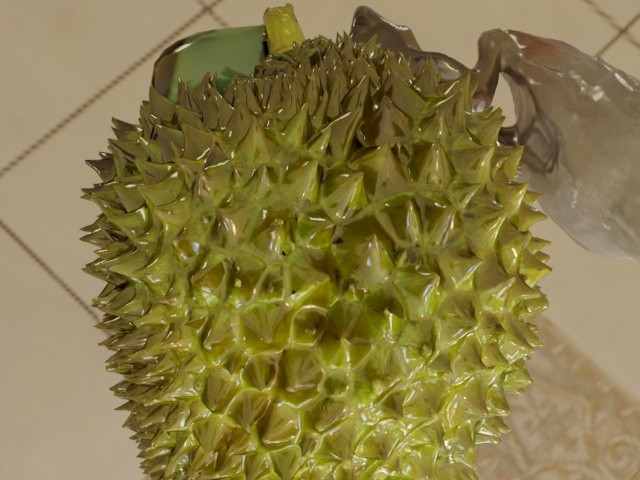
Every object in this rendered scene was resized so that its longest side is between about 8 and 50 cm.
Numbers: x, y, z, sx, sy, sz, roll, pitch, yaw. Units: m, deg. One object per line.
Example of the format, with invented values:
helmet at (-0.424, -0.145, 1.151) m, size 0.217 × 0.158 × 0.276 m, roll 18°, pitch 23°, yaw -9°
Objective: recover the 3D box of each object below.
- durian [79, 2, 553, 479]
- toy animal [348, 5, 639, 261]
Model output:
durian at (0.007, 0.013, 0.494) m, size 0.146 × 0.159 × 0.198 m, roll -8°, pitch 22°, yaw 17°
toy animal at (0.157, -0.033, 0.820) m, size 0.324 × 0.090 × 0.195 m, roll 29°, pitch 37°, yaw 11°
